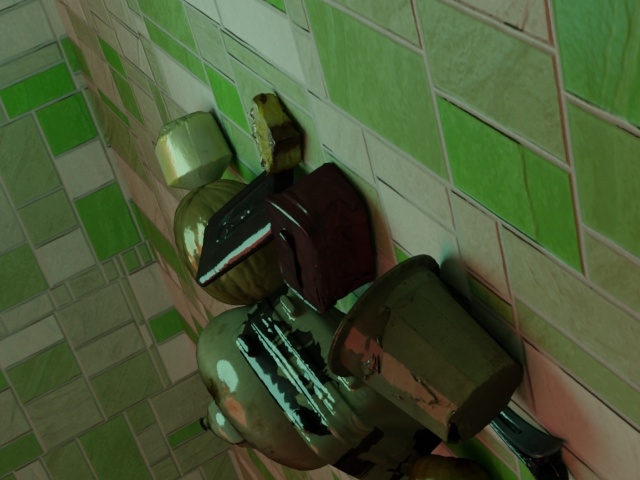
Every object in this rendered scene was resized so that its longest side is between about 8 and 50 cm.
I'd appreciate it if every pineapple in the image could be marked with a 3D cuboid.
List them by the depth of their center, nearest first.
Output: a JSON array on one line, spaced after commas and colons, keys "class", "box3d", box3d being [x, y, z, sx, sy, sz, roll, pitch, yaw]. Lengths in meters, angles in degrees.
[{"class": "pineapple", "box3d": [-0.075, -0.174, 1.956, 0.116, 0.069, 0.137, 23, 137, 67]}]

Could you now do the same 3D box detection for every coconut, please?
[{"class": "coconut", "box3d": [-0.252, -0.171, 2.382, 0.153, 0.147, 0.147, 66, 164, -3]}]

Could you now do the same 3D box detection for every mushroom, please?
[{"class": "mushroom", "box3d": [-0.104, 0.304, 2.326, 0.362, 0.294, 0.362, 43, -169, -10]}]

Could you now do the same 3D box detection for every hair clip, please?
[{"class": "hair clip", "box3d": [0.251, 0.246, 1.668, 0.275, 0.048, 0.083, 43, 159, 52]}]

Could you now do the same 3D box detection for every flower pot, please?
[{"class": "flower pot", "box3d": [0.146, 0.161, 1.596, 0.202, 0.212, 0.212, 44, 157, 29]}]

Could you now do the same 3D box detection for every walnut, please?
[{"class": "walnut", "box3d": [-0.168, 0.008, 2.293, 0.261, 0.225, 0.225, 58, 165, -9]}]

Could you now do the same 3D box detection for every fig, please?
[{"class": "fig", "box3d": [0.212, 0.400, 1.893, 0.153, 0.121, 0.136, 33, -175, 43]}]

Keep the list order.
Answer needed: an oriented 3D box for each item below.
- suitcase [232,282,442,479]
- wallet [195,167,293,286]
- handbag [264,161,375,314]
[{"class": "suitcase", "box3d": [0.050, 0.245, 2.015, 0.339, 0.194, 0.351, 38, -172, -49]}, {"class": "wallet", "box3d": [-0.133, -0.032, 2.060, 0.049, 0.229, 0.182, 31, -138, -26]}, {"class": "handbag", "box3d": [0.000, 0.000, 1.889, 0.146, 0.135, 0.225, 44, 155, 36]}]
